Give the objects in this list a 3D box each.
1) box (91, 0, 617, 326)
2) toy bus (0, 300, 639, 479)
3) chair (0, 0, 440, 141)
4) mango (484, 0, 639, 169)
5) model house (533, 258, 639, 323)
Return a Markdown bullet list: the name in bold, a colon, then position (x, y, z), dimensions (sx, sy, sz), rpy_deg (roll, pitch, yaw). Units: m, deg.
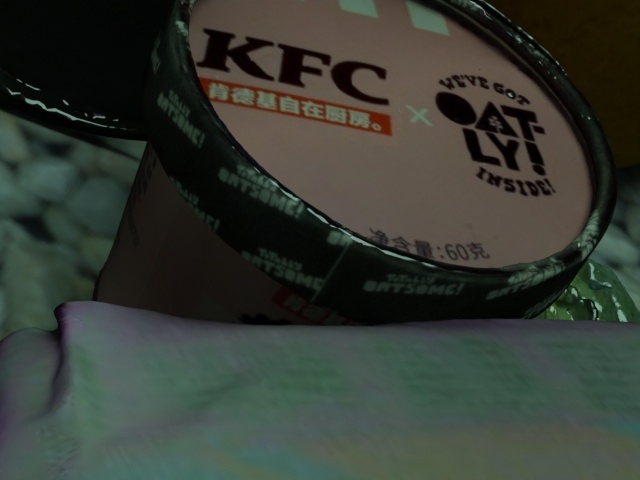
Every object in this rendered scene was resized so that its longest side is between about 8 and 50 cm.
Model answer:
- **box**: position (0.000, 0.000, 0.598), dimensions (0.151, 0.135, 0.151), rpy_deg (18, 39, -15)
- **toy bus**: position (0.052, 0.116, 0.498), dimensions (0.386, 0.171, 0.162), rpy_deg (2, 38, -33)
- **chair**: position (-0.048, -0.249, 0.752), dimensions (0.226, 0.226, 0.401), rpy_deg (21, 41, -14)
- **mango**: position (0.139, -0.148, 0.747), dimensions (0.187, 0.257, 0.138), rpy_deg (32, 39, -2)
- **model house**: position (0.086, 0.028, 0.680), dimensions (0.083, 0.066, 0.079), rpy_deg (10, 46, -28)
